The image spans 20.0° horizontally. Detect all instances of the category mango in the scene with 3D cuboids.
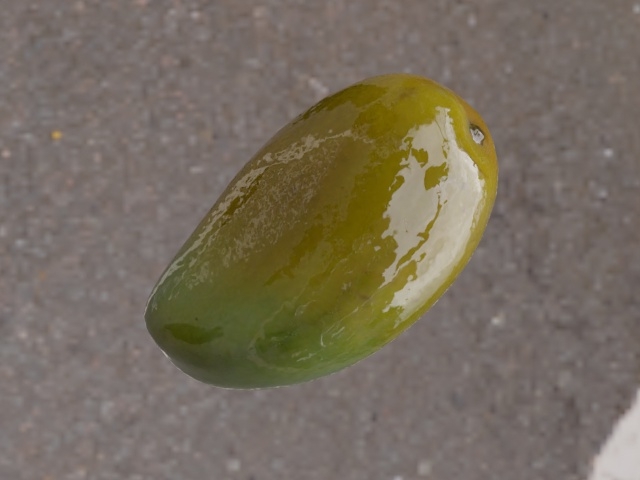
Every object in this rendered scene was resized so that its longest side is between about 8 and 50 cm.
[{"bbox_3d":[0.000,0.000,0.885,0.092,0.195,0.130,47,16,-51],"label":"mango"}]
